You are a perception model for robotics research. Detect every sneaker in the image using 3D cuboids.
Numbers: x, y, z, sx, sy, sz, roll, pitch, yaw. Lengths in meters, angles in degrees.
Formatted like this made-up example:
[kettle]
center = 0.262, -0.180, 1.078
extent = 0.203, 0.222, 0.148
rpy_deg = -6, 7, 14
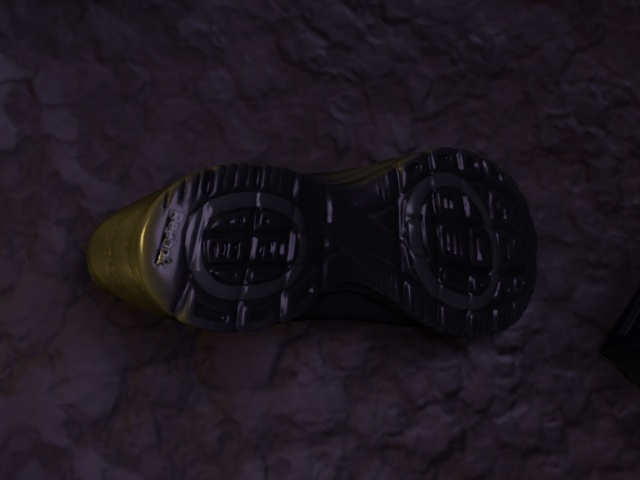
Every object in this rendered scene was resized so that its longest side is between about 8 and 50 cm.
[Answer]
[sneaker]
center = 0.000, 0.000, 0.992
extent = 0.286, 0.130, 0.109
rpy_deg = 5, 86, -36

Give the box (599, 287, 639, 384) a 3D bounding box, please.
[box]
center = 0.273, 0.068, 1.019
extent = 0.156, 0.158, 0.093
rpy_deg = 37, 74, -6
